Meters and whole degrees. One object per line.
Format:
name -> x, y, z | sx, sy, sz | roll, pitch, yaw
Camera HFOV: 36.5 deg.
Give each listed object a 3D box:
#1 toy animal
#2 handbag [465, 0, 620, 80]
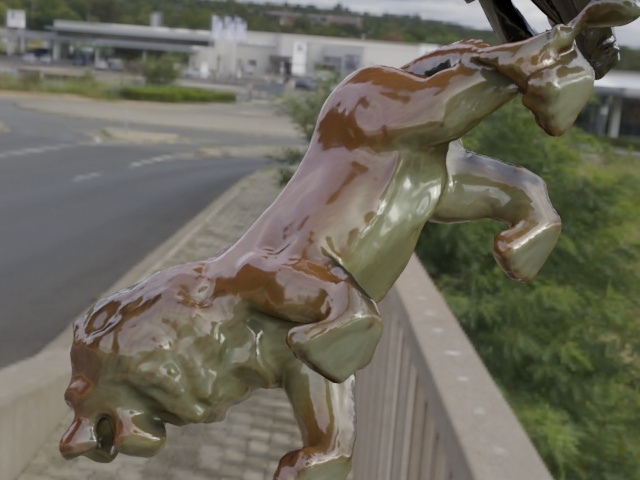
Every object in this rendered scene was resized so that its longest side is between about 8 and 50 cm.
toy animal -> 0.000, 0.000, 0.457 | 0.157, 0.312, 0.097 | 36, -9, 39
handbag -> 0.137, -0.275, 0.819 | 0.257, 0.113, 0.285 | 47, 6, -44
